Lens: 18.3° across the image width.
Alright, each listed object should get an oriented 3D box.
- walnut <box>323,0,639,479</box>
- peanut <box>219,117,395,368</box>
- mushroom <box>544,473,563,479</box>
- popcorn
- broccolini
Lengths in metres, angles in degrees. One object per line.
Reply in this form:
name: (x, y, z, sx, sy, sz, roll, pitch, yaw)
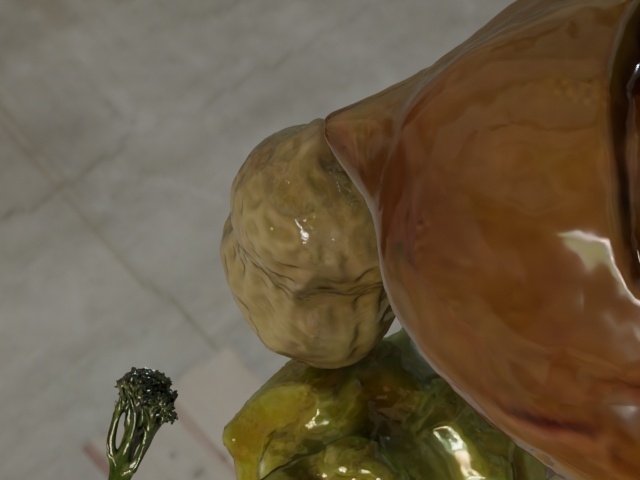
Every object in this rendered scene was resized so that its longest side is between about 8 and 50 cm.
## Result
walnut: (0.138, 0.007, 0.614, 0.203, 0.298, 0.203, 15, -90, -80)
peanut: (0.003, 0.009, 1.453, 0.143, 0.159, 0.291, -21, -10, -11)
mushroom: (0.205, 0.248, 1.214, 0.246, 0.246, 0.202, -40, -37, -11)
popcorn: (0.041, 0.199, 1.549, 0.276, 0.276, 0.225, -33, -43, -40)
broccolini: (-0.179, 0.226, 1.875, 0.067, 0.058, 0.216, 23, 104, 64)
